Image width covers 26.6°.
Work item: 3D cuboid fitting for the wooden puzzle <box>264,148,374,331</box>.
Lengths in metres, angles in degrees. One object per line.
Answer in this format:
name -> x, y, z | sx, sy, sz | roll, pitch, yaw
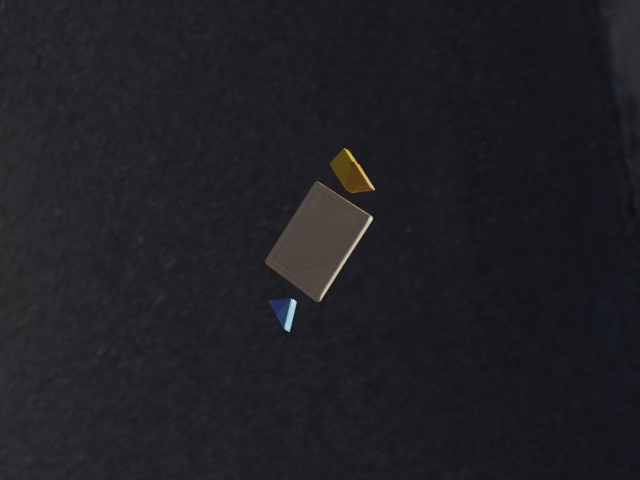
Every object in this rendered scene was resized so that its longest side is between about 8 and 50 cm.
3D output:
wooden puzzle -> 0.000, 0.000, 0.914 | 0.014, 0.078, 0.116 | 31, 99, -40
